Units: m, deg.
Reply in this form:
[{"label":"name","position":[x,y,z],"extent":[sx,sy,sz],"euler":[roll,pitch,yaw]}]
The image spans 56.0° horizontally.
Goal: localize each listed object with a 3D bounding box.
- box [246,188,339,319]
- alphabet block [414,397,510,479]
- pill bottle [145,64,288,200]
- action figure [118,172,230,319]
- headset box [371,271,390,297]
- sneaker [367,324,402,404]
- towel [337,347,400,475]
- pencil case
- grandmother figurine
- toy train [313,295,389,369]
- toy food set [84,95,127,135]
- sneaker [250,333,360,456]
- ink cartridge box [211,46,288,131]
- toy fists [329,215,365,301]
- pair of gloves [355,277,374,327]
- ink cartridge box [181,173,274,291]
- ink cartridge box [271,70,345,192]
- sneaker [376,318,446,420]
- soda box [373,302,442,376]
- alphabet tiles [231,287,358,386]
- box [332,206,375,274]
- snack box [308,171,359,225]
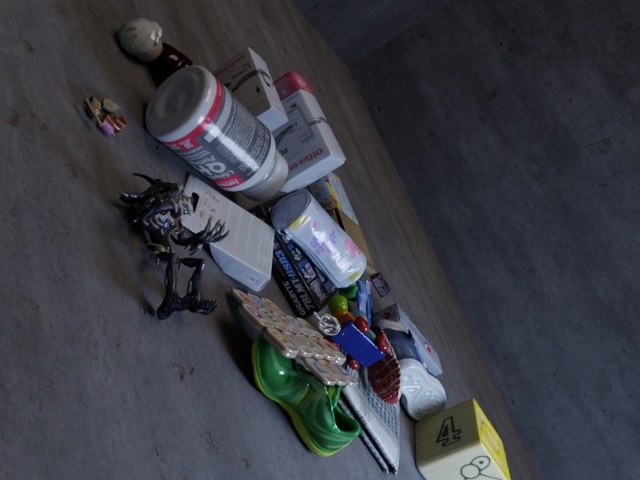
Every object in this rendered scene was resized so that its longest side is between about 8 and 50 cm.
[{"label":"box","position":[-0.056,0.024,1.544],"extent":[0.293,0.073,0.295],"euler":[60,19,-3]},{"label":"alphabet block","position":[0.398,0.603,1.705],"extent":[0.192,0.197,0.193],"euler":[56,18,-18]},{"label":"pill bottle","position":[-0.210,-0.217,1.320],"extent":[0.318,0.176,0.176],"euler":[39,28,-48]},{"label":"action figure","position":[-0.236,-0.012,1.009],"extent":[0.164,0.141,0.275],"euler":[22,45,-61]},{"label":"headset box","position":[0.213,0.154,2.145],"extent":[0.083,0.032,0.062],"euler":[59,17,-4]},{"label":"sneaker","position":[0.170,0.322,1.545],"extent":[0.092,0.088,0.225],"euler":[53,18,-37]},{"label":"towel","position":[0.116,0.370,1.523],"extent":[0.324,0.056,0.312],"euler":[56,19,-13]},{"label":"pencil case","position":[0.000,0.000,1.448],"extent":[0.273,0.114,0.124],"euler":[45,38,-37]},{"label":"grandmother figurine","position":[-0.326,-0.394,1.418],"extent":[0.208,0.104,0.342],"euler":[40,4,40]},{"label":"toy train","position":[0.049,0.181,1.404],"extent":[0.248,0.105,0.143],"euler":[46,16,-35]},{"label":"toy food set","position":[-0.391,-0.225,1.100],"extent":[0.077,0.019,0.122],"euler":[61,10,-1]},{"label":"sneaker","position":[-0.026,0.282,1.157],"extent":[0.295,0.124,0.109],"euler":[54,20,-19]},{"label":"ink cartridge box","position":[-0.202,-0.380,1.613],"extent":[0.093,0.160,0.219],"euler":[27,37,-60]},{"label":"toy fists","position":[0.060,0.045,1.793],"extent":[0.142,0.096,0.279],"euler":[38,30,-48]},{"label":"pair of gloves","position":[0.125,0.185,1.700],"extent":[0.198,0.023,0.159],"euler":[21,67,-75]},{"label":"ink cartridge box","position":[-0.205,-0.017,1.276],"extent":[0.232,0.066,0.189],"euler":[30,30,-20]},{"label":"ink cartridge box","position":[-0.084,-0.308,1.746],"extent":[0.282,0.207,0.117],"euler":[64,19,11]},{"label":"sneaker","position":[0.255,0.366,1.789],"extent":[0.322,0.130,0.236],"euler":[56,8,-41]},{"label":"soda box","position":[0.282,0.337,1.951],"extent":[0.286,0.098,0.091],"euler":[51,19,-28]},{"label":"alphabet tiles","position":[-0.049,0.189,1.194],"extent":[0.278,0.021,0.284],"euler":[39,4,28]},{"label":"box","position":[0.100,0.004,1.776],"extent":[0.201,0.021,0.164],"euler":[34,35,-62]},{"label":"snack box","position":[0.036,-0.146,2.053],"extent":[0.174,0.070,0.207],"euler":[28,38,-59]}]
